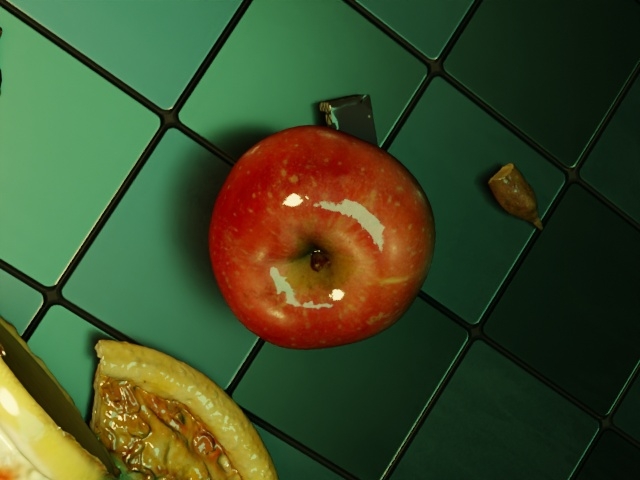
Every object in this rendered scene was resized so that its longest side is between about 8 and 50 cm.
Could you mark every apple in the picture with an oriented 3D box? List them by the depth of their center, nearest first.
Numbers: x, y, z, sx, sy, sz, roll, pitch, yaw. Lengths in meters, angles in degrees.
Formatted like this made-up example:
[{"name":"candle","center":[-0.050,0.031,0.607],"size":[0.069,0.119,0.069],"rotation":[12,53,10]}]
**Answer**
[{"name":"apple","center":[0.000,0.000,1.446],"size":[0.261,0.216,0.260],"rotation":[1,104,4]}]

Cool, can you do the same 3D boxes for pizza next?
[{"name":"pizza","center":[-0.162,0.265,1.506],"size":[0.182,0.074,0.365],"rotation":[-40,107,-23]}]

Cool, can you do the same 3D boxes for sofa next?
[{"name":"sofa","center":[0.038,-0.119,1.558],"size":[0.060,0.039,0.117],"rotation":[-14,100,-20]}]

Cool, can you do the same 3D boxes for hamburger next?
[{"name":"hamburger","center":[-0.373,0.194,1.335],"size":[0.186,0.261,0.302],"rotation":[-37,88,-8]}]

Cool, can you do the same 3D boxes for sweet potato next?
[{"name":"sweet potato","center":[0.262,-0.052,1.649],"size":[0.049,0.049,0.117],"rotation":[-47,120,-10]}]

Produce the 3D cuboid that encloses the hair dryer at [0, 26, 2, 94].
[{"name":"hair dryer","center":[-0.463,-0.284,1.337],"size":[0.313,0.123,0.340],"rotation":[-27,116,-4]}]
